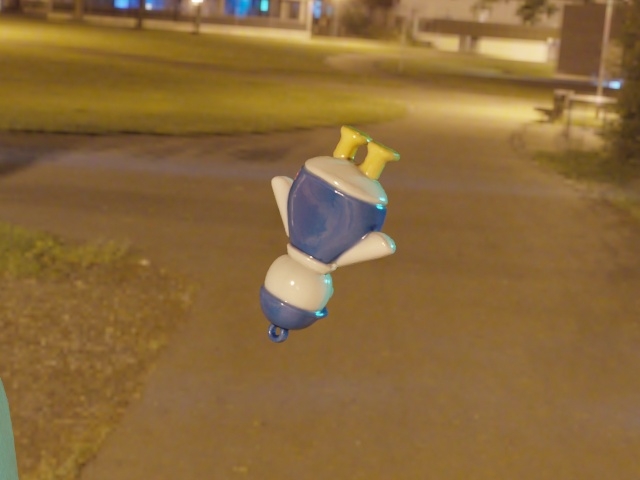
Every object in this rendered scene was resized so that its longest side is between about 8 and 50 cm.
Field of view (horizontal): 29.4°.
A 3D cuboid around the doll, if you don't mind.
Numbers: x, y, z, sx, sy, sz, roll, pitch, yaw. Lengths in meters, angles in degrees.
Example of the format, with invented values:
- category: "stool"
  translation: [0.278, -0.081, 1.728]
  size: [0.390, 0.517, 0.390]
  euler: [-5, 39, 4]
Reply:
- category: "doll"
  translation: [0.000, 0.000, 0.755]
  size: [0.099, 0.143, 0.058]
  euler: [30, 11, 30]

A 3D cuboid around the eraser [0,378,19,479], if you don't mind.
- category: "eraser"
  translation: [-0.335, 0.169, 0.718]
  size: [0.331, 0.150, 0.331]
  euler: [-5, 36, 4]
